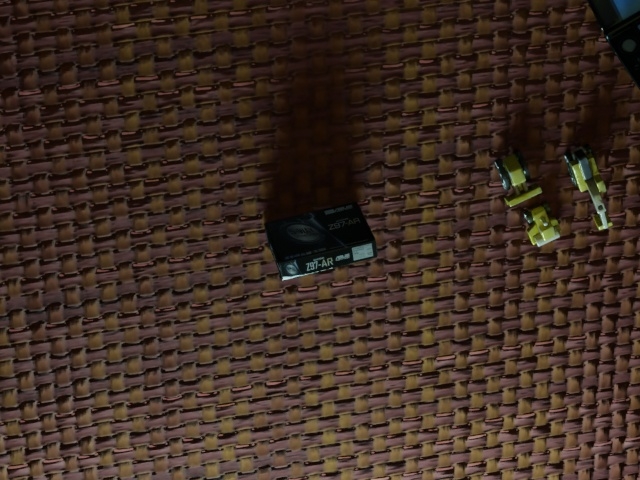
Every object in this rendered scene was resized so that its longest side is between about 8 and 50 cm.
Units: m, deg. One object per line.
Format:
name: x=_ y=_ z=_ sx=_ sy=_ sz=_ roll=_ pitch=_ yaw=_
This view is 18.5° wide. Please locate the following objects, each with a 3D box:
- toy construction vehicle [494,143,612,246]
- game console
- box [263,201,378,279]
toy construction vehicle: x=0.204 y=-0.039 z=1.698 sx=0.086 sy=0.035 sz=0.098 roll=-22 pitch=122 yaw=-2
game console: x=0.289 y=-0.199 z=1.611 sx=0.122 sy=0.107 sz=0.071 roll=-30 pitch=151 yaw=4
box: x=0.000 y=0.000 z=1.648 sx=0.083 sy=0.067 sz=0.018 roll=-13 pitch=123 yaw=-6
